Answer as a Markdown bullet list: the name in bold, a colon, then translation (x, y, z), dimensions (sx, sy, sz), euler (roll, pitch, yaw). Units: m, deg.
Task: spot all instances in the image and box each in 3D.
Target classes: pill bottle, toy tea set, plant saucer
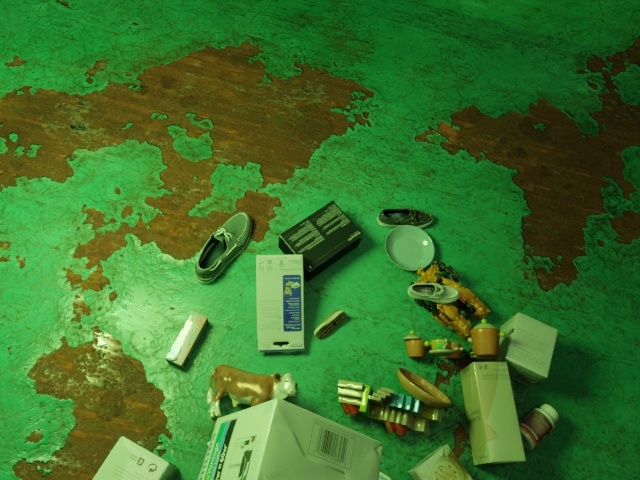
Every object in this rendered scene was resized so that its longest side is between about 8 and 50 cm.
- **pill bottle**: translation (0.720, 0.617, 1.746), dimensions (0.152, 0.086, 0.086), euler (-32, 71, -20)
- **toy tea set**: translation (0.456, 0.337, 1.794), dimensions (0.336, 0.200, 0.124), euler (2, 71, -1)
- **plant saucer**: translation (0.332, 0.488, 1.713), dimensions (0.200, 0.200, 0.037), euler (30, 92, 8)
- **plant saucer**: translation (0.340, 0.033, 2.020), dimensions (0.194, 0.037, 0.195), euler (3, 63, -7)

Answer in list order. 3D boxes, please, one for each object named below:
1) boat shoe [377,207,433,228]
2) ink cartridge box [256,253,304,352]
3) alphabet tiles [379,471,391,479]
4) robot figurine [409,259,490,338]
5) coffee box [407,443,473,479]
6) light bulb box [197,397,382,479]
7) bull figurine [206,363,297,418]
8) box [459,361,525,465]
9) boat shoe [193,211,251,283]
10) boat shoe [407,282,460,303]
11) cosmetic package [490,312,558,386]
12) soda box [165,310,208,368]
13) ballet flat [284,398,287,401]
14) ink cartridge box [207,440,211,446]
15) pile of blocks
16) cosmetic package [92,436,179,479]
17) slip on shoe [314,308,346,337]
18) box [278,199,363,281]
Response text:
- **boat shoe**: translation (0.339, -0.096, 2.063), dimensions (0.228, 0.076, 0.080), euler (3, 63, -6)
- **ink cartridge box**: translation (-0.140, 0.214, 1.810), dimensions (0.165, 0.065, 0.333), euler (0, 86, -7)
- **alphabet tiles**: translation (0.092, 0.809, 1.563), dimensions (0.278, 0.021, 0.284), euler (23, 57, 24)
- **robot figurine**: translation (0.459, 0.211, 1.919), dimensions (0.211, 0.085, 0.291), euler (-40, 75, -24)
- **coffee box**: translation (0.404, 0.780, 1.614), dimensions (0.141, 0.098, 0.246), euler (-28, 70, -20)
- **light bulb box**: translation (-0.090, 0.619, 1.409), dimensions (0.358, 0.361, 0.225), euler (31, 51, -22)
- **bull figurine**: translation (-0.219, 0.487, 1.647), dimensions (0.310, 0.101, 0.188), euler (7, 60, 24)
- **box**: translation (0.559, 0.568, 1.718), dimensions (0.121, 0.148, 0.311), euler (1, 62, -6)
- **boat shoe**: translation (-0.349, 0.011, 1.904), dimensions (0.116, 0.099, 0.319), euler (29, 63, 8)
- **boat shoe**: translation (0.403, 0.179, 1.846), dimensions (0.184, 0.063, 0.066), euler (10, 70, 4)
- **cosmetic package**: translation (0.707, 0.382, 1.827), dimensions (0.151, 0.151, 0.184), euler (24, 62, 5)
- **soda box**: translation (-0.444, 0.331, 1.752), dimensions (0.063, 0.058, 0.183), euler (23, 62, 4)
- **ballet flat**: translation (-0.164, 0.546, 1.680), dimensions (0.084, 0.058, 0.250), euler (31, 64, 9)
- **ink cartridge box**: translation (-0.268, 0.657, 1.591), dimensions (0.090, 0.092, 0.143), euler (-30, 72, -21)
- **pile of blocks**: translation (0.219, 0.551, 1.678), dimensions (0.362, 0.149, 0.113), euler (15, 63, 0)
- **cosmetic package**: translation (-0.585, 0.785, 1.408), dimensions (0.161, 0.230, 0.453), euler (26, 62, 7)
- **slip on shoe**: translation (0.028, 0.290, 1.848), dimensions (0.135, 0.051, 0.041), euler (-40, 35, -15)
- **box**: translation (0.000, 0.000, 1.955), dimensions (0.261, 0.103, 0.184), euler (-34, 70, -22)
